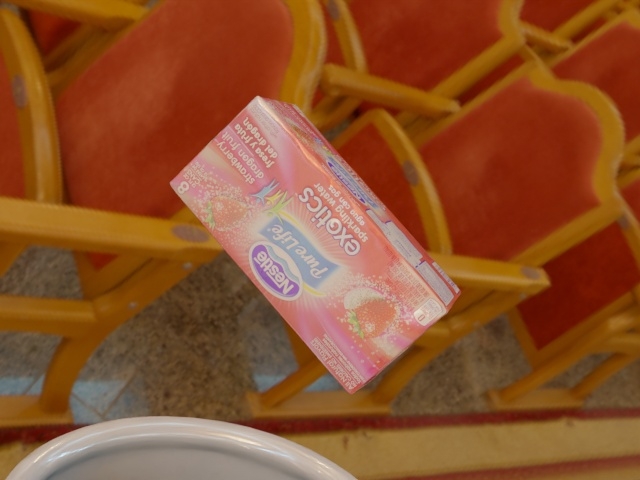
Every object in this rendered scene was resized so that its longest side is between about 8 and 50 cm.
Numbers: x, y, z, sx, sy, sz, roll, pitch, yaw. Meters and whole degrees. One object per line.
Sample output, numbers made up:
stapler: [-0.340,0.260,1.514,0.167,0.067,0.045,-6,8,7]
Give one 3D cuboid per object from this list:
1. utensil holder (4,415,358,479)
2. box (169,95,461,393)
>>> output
utensil holder: [-0.126,0.397,0.784,0.327,0.386,0.327,11,16,-3]
box: [0.000,0.000,1.024,0.300,0.142,0.154,49,13,5]
